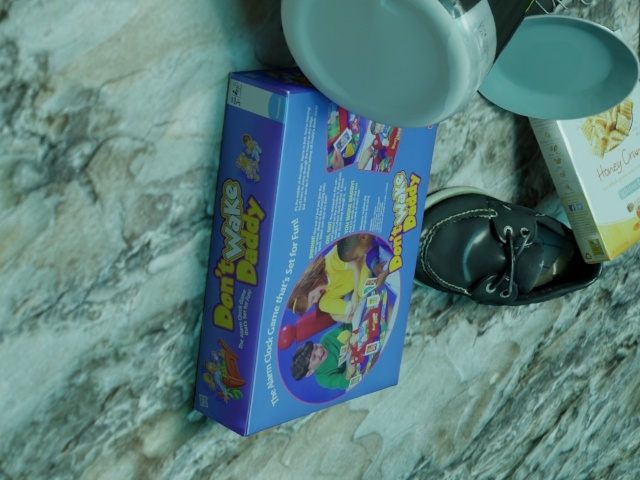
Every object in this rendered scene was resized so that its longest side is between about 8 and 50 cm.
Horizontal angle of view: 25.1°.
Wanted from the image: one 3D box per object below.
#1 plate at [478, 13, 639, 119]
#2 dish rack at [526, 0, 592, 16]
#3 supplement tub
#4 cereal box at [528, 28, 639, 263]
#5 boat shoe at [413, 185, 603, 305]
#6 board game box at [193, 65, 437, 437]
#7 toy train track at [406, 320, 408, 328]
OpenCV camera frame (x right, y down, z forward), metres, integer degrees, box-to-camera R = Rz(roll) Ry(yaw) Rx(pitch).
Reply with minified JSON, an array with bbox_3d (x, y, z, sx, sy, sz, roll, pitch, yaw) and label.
[{"bbox_3d":[0.255,-0.194,1.573,0.188,0.188,0.024,50,42,-49],"label":"plate"},{"bbox_3d":[0.319,-0.324,1.519,0.074,0.271,0.208,48,67,-19],"label":"dish rack"},{"bbox_3d":[0.114,-0.266,1.318,0.316,0.194,0.193,-55,142,-37],"label":"supplement tub"},{"bbox_3d":[0.339,-0.115,1.727,0.173,0.047,0.240,-32,104,-37],"label":"cereal box"},{"bbox_3d":[0.221,0.019,1.678,0.340,0.113,0.127,14,97,-52],"label":"boat shoe"},{"bbox_3d":[0.000,0.000,1.436,0.233,0.078,0.347,-12,117,-46],"label":"board game box"},{"bbox_3d":[0.072,0.096,1.623,0.083,0.014,0.048,1,100,-56],"label":"toy train track"}]
